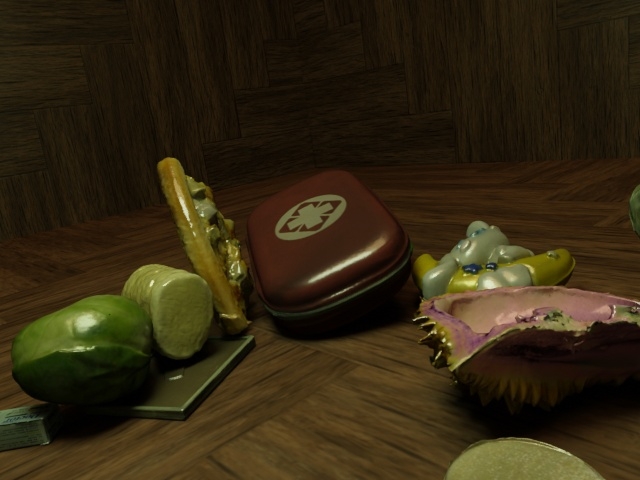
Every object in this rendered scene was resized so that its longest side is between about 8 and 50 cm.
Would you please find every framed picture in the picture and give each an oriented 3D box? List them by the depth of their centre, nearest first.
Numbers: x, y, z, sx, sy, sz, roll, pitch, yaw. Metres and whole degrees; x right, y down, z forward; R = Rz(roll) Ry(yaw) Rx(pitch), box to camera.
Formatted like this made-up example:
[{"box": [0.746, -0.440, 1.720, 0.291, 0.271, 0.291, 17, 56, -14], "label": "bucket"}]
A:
[{"box": [-0.196, 0.181, 0.737, 0.150, 0.015, 0.203, -4, 15, 19], "label": "framed picture"}]

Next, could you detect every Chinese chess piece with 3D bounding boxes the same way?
[{"box": [0.148, 0.197, 0.387, 0.122, 0.051, 0.122, -7, 15, 2], "label": "Chinese chess piece"}]

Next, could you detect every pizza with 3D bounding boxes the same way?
[{"box": [-0.177, 0.017, 0.909, 0.089, 0.323, 0.223, -25, -18, -4], "label": "pizza"}]

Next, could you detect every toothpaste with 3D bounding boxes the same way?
[{"box": [-0.394, 0.225, 0.626, 0.164, 0.034, 0.046, -9, 13, -3], "label": "toothpaste"}]

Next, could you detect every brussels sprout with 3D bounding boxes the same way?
[{"box": [-0.280, 0.137, 0.670, 0.145, 0.131, 0.183, -21, -4, 20], "label": "brussels sprout"}]

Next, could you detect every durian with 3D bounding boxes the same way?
[{"box": [0.245, 0.113, 0.578, 0.341, 0.112, 0.191, -4, 2, -18], "label": "durian"}]

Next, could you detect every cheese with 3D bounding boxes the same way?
[{"box": [-0.231, 0.099, 0.792, 0.094, 0.123, 0.167, 11, -2, -34], "label": "cheese"}]

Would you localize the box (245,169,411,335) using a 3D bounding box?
[{"box": [0.000, 0.000, 0.940, 0.263, 0.108, 0.404, -27, 29, -1], "label": "box"}]

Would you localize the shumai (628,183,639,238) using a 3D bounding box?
[{"box": [0.345, 0.049, 0.447, 0.225, 0.222, 0.260, 16, 28, -29], "label": "shumai"}]

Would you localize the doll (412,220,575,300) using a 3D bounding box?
[{"box": [0.258, 0.041, 0.845, 0.252, 0.111, 0.237, -27, 20, -30], "label": "doll"}]

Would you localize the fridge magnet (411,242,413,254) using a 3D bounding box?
[{"box": [0.080, 0.020, 1.076, 0.208, 0.088, 0.208, -9, 19, 3], "label": "fridge magnet"}]
